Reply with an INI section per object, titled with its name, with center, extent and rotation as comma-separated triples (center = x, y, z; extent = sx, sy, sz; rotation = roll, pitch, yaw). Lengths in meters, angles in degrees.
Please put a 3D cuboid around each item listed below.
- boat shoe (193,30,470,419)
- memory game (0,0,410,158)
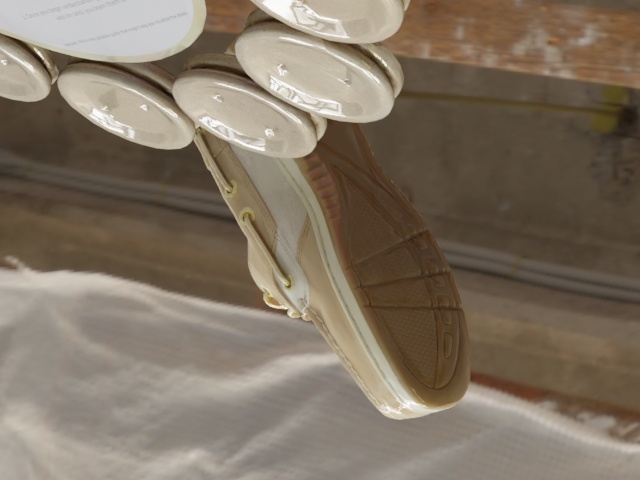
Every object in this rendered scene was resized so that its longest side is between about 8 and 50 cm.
[boat shoe]
center = 0.000, 0.000, 0.663
extent = 0.059, 0.063, 0.170
rotation = -42, -116, 36
[memory game]
center = -0.068, -0.068, 0.356
extent = 0.186, 0.186, 0.012
rotation = 12, -111, 30
